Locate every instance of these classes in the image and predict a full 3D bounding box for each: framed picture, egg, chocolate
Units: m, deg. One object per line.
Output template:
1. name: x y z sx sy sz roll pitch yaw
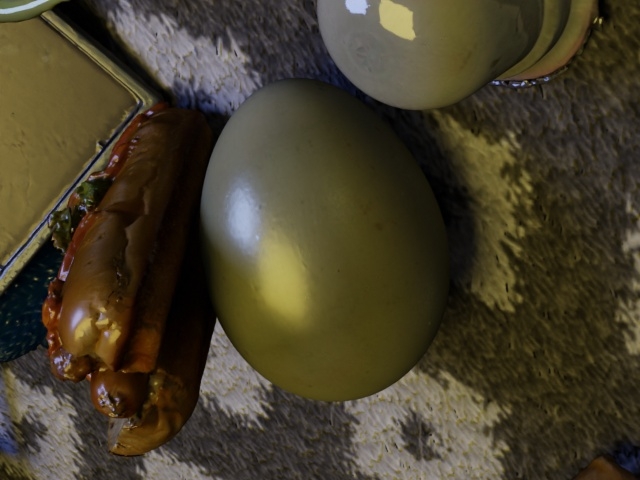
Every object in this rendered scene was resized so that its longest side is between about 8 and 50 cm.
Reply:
1. framed picture: -0.321 -0.079 1.494 0.232 0.024 0.315 41 103 -5
2. egg: 0.000 0.000 1.312 0.188 0.188 0.253 -5 108 42
3. chocolate: 0.068 -0.171 1.168 0.221 0.147 0.221 25 131 31

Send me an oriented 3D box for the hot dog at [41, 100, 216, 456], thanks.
1. hot dog: -0.146 0.019 1.352 0.117 0.349 0.158 -6 122 8

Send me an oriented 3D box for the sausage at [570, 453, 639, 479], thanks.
1. sausage: 0.179 0.369 1.469 0.136 0.123 0.501 62 146 33

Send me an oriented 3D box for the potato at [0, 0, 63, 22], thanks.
1. potato: -0.245 -0.335 1.310 0.330 0.213 0.280 -3 135 31

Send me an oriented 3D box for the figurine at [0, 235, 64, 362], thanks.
1. figurine: -0.269 0.041 1.582 0.262 0.121 0.164 -33 106 21
